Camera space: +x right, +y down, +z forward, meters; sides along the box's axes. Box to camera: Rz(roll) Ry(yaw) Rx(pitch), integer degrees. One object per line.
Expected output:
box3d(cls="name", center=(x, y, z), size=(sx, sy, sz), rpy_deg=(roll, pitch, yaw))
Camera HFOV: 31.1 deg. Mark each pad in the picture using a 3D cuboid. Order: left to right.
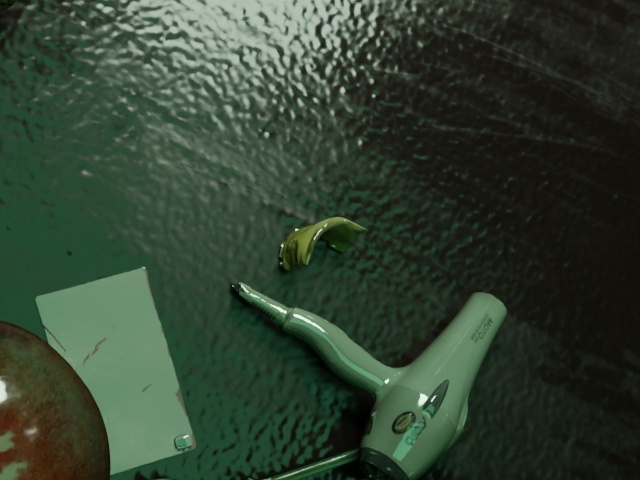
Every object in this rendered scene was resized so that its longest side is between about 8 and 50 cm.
box3d(cls="pad", center=(-0.198, 0.129, 1.119), size=(0.113, 0.006, 0.188), rpy_deg=(-15, 87, -17))

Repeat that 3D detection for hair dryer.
box3d(cls="hair dryer", center=(0.074, 0.090, 1.175), size=(0.229, 0.092, 0.267), rpy_deg=(-33, 82, -26))

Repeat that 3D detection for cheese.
box3d(cls="cheese", center=(0.001, -0.001, 1.169), size=(0.084, 0.060, 0.041), rpy_deg=(-21, 88, -24))

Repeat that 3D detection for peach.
box3d(cls="peach", center=(-0.295, 0.182, 0.966), size=(0.252, 0.252, 0.252), rpy_deg=(2, 82, -16))

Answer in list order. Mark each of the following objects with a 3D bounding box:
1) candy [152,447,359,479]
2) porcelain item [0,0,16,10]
box3d(cls="candy", center=(-0.058, 0.247, 1.113), size=(0.305, 0.083, 0.091), rpy_deg=(-14, 50, -25))
box3d(cls="porcelain item", center=(-0.386, -0.255, 1.034), size=(0.253, 0.253, 0.253), rpy_deg=(2, 82, -16))
